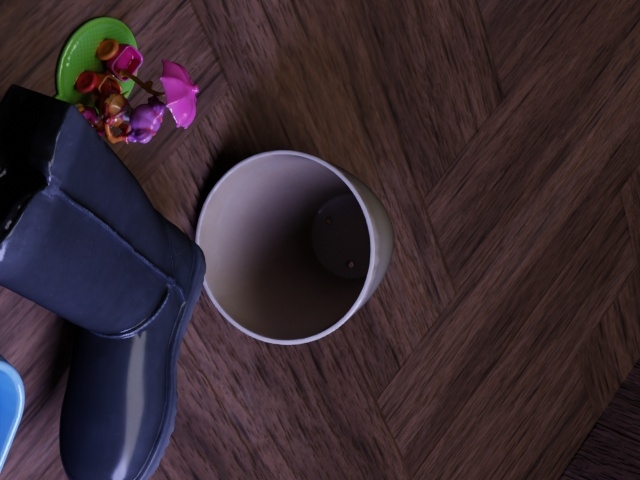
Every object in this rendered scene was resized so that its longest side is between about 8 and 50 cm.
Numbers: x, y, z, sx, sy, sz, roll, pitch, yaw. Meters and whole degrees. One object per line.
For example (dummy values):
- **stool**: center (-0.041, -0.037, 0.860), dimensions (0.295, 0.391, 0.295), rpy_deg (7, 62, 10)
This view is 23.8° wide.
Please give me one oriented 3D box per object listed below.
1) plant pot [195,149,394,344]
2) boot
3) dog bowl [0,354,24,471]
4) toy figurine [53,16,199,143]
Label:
- **plant pot**: center (0.000, 0.000, 2.117), dimensions (0.274, 0.256, 0.256), rpy_deg (-11, 117, -68)
- **boot**: center (-0.285, 0.078, 1.732), dimensions (0.445, 0.146, 0.367), rpy_deg (59, 40, -66)
- **dog bowl**: center (-0.444, 0.254, 1.776), dimensions (0.166, 0.074, 0.297), rpy_deg (20, 92, -55)
- **toy figurine**: center (-0.222, -0.164, 1.777), dimensions (0.173, 0.159, 0.130), rpy_deg (-58, 144, -13)
